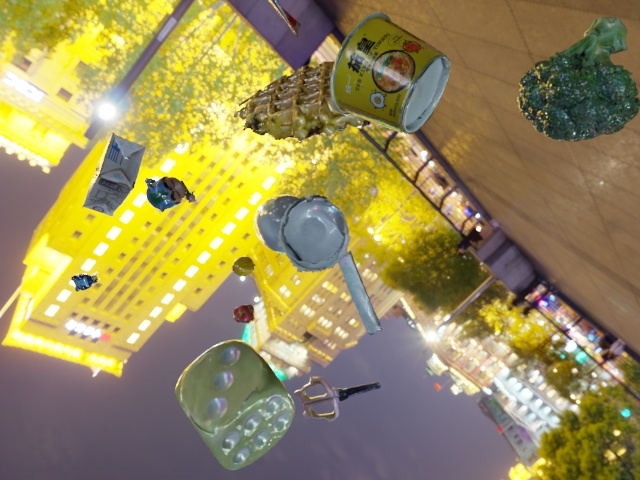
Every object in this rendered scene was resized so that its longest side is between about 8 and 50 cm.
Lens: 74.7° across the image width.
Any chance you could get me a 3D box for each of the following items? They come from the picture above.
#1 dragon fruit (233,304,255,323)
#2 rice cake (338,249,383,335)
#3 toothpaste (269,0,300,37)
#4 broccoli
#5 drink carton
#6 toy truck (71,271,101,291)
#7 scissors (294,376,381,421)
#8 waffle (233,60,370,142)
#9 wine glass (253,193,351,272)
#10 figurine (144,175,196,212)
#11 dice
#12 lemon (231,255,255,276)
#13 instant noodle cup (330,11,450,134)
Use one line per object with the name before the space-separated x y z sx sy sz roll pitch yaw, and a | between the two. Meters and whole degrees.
dragon fruit | -0.271 0.269 1.533 0.083 0.060 0.056 19 -132 -37
rice cake | 0.092 0.126 0.998 0.034 0.043 0.211 -57 -55 -77
toothpaste | -0.141 -0.588 0.926 0.301 0.048 0.075 45 -175 -33
broccoli | 0.588 -0.354 0.950 0.269 0.270 0.270 22 -173 -3
drink carton | -0.795 -0.241 1.613 0.132 0.324 0.194 22 -119 -32
toy truck | -0.781 0.132 1.414 0.090 0.073 0.056 -28 -72 -59
scissors | 0.058 0.509 1.378 0.024 0.317 0.160 -19 -94 -64
waffle | -0.005 -0.351 1.019 0.382 0.379 0.095 20 141 41
wine glass | -0.059 -0.029 0.877 0.143 0.143 0.321 39 174 -21
figurine | -0.479 -0.159 1.351 0.178 0.144 0.114 -140 37 -75
dice | -0.244 0.459 1.200 0.249 0.252 0.255 30 148 43
lemon | -0.241 0.081 1.326 0.092 0.065 0.065 -7 -133 -48
instant noodle cup | 0.129 -0.278 0.733 0.144 0.182 0.182 36 -173 25
